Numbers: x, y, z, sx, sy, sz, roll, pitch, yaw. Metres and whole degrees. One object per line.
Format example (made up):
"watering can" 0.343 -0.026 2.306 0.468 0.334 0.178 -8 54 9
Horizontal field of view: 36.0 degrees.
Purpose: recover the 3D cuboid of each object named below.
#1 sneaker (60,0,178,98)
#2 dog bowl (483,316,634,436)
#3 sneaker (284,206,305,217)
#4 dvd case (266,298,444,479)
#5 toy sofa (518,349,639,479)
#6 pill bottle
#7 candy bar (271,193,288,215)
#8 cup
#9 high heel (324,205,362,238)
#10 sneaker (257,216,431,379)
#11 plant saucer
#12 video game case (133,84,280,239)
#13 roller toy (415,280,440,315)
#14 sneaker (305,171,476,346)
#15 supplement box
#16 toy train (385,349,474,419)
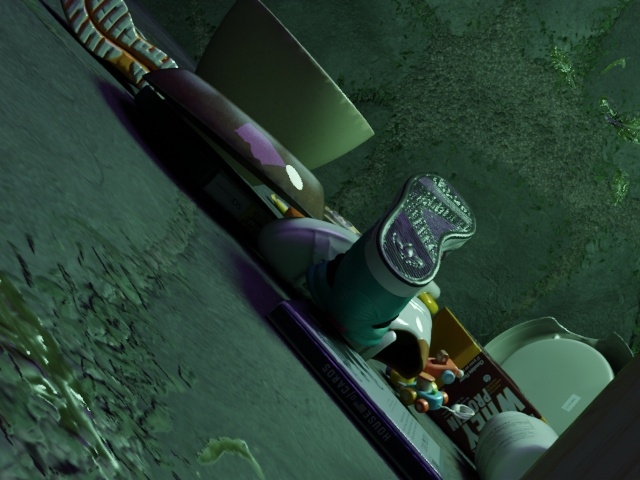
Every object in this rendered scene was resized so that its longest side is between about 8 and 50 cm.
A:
"sneaker" -0.295 -0.286 1.411 0.215 0.084 0.083 50 -11 -31
"dog bowl" 0.463 0.314 1.961 0.102 0.348 0.349 61 -4 -39
"sneaker" 0.000 0.000 1.863 0.175 0.064 0.067 45 12 -18
"dvd case" 0.044 0.159 1.060 0.239 0.029 0.179 49 4 8
"toy sofa" 0.307 0.212 1.011 0.177 0.362 0.150 43 1 25
"pill bottle" 0.286 0.319 1.389 0.131 0.131 0.229 48 4 -2
"candy bar" -0.045 -0.032 1.985 0.161 0.018 0.040 47 4 -3
"cup" -0.102 -0.231 1.720 0.331 0.237 0.331 48 5 -5
"high heel" 0.065 0.031 1.773 0.261 0.093 0.186 62 17 -15
"sneaker" 0.040 0.078 1.268 0.290 0.106 0.123 35 33 -23
"plant saucer" -0.104 -0.133 1.317 0.310 0.050 0.310 40 0 0
"video game case" -0.129 -0.080 1.368 0.248 0.035 0.275 44 3 -41
"roller toy" 0.177 0.090 2.272 0.191 0.146 0.209 47 5 -16
"sneaker" 0.079 0.032 1.192 0.124 0.178 0.295 49 30 1
"supplement box" 0.239 0.243 1.614 0.194 0.129 0.191 47 4 -14
"toy train" 0.162 0.195 1.413 0.125 0.046 0.166 7 17 -9
